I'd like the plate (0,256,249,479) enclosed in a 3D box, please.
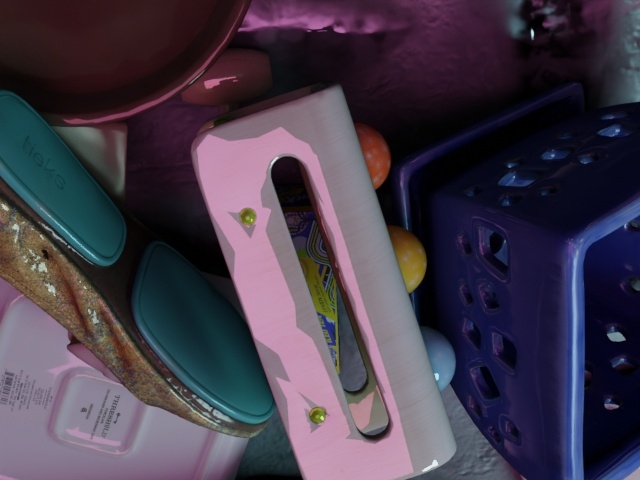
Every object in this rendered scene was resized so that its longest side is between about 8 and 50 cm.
[{"bbox_3d":[-0.187,0.139,0.981,0.278,0.045,0.277,17,112,-11],"label":"plate"}]

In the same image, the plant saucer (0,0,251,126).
[{"bbox_3d":[-0.179,-0.221,0.819,0.278,0.041,0.277,0,99,-1],"label":"plant saucer"}]

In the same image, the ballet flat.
[{"bbox_3d":[-0.171,0.032,0.857,0.123,0.123,0.348,-32,120,16],"label":"ballet flat"}]

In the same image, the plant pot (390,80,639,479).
[{"bbox_3d":[0.187,0.018,0.873,0.236,0.212,0.235,-27,125,-30],"label":"plant pot"}]

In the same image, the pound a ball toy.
[{"bbox_3d":[0.000,0.000,0.854,0.136,0.208,0.319,-18,100,-2],"label":"pound a ball toy"}]

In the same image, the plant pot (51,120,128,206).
[{"bbox_3d":[-0.204,-0.074,0.913,0.096,0.109,0.109,1,119,-13],"label":"plant pot"}]

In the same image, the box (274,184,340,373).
[{"bbox_3d":[-0.014,0.036,1.001,0.059,0.054,0.168,-2,120,1],"label":"box"}]

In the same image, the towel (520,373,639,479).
[{"bbox_3d":[0.379,0.244,1.124,0.332,0.053,0.317,-20,117,9],"label":"towel"}]
